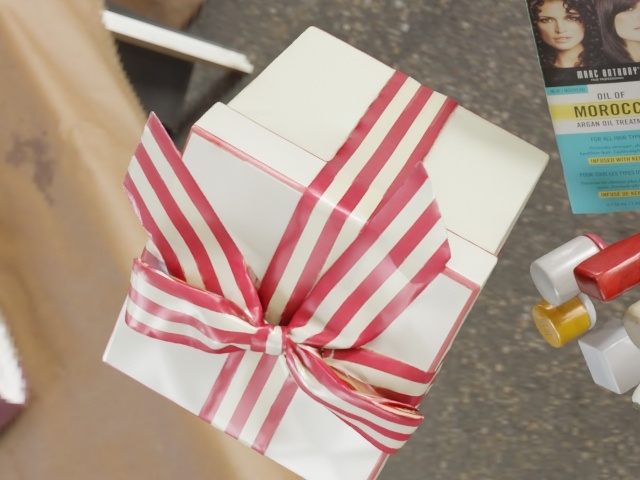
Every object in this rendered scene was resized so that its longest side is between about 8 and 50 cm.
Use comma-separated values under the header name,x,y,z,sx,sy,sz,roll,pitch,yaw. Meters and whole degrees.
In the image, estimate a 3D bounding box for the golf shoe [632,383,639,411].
name,x,y,z,sx,sy,sz,roll,pitch,yaw
golf shoe,0.143,0.053,0.502,0.086,0.176,0.069,-34,55,9

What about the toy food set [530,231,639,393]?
name,x,y,z,sx,sy,sz,roll,pitch,yaw
toy food set,0.249,0.044,1.197,0.111,0.104,0.232,65,166,-17

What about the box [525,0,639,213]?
name,x,y,z,sx,sy,sz,roll,pitch,yaw
box,0.221,-0.123,1.202,0.100,0.244,0.060,-3,49,18

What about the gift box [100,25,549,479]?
name,x,y,z,sx,sy,sz,roll,pitch,yaw
gift box,0.000,0.000,1.180,0.255,0.258,0.276,25,124,9
